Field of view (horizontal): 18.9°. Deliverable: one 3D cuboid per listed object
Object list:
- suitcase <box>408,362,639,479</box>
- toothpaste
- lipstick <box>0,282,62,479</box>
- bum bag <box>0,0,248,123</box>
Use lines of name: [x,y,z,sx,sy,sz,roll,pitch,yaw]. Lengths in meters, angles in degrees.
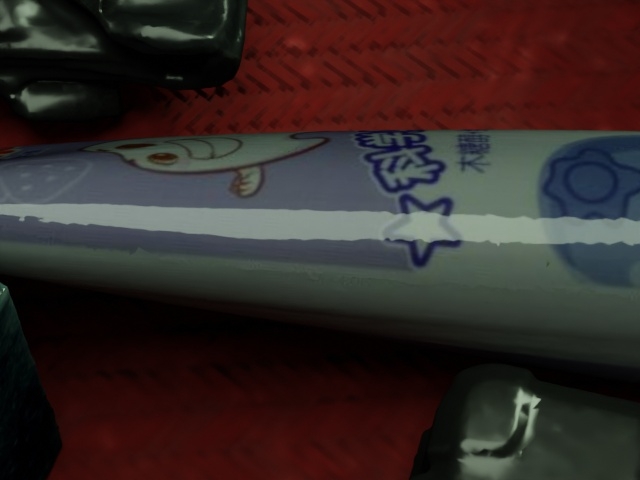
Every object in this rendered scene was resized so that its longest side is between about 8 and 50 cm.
suitcase: [0.095,0.180,0.488,0.206,0.066,0.286,11,61,10]
toothpaste: [0.000,0.000,0.585,0.371,0.125,0.080,4,99,4]
lipstick: [-0.117,-0.007,0.464,0.051,0.312,0.051,23,63,16]
bum bag: [-0.146,-0.092,0.663,0.248,0.060,0.123,-6,60,0]
